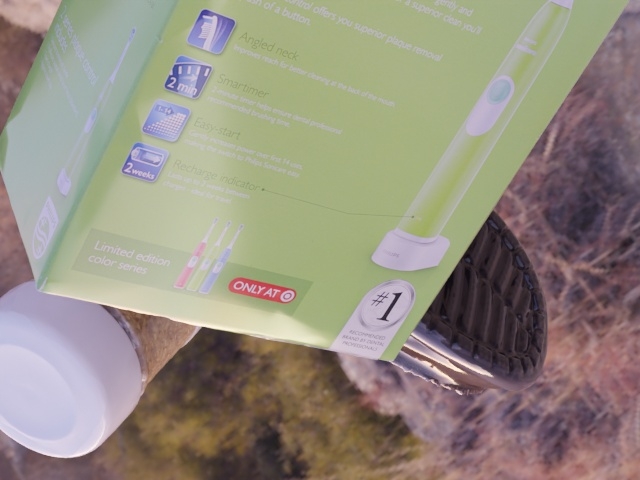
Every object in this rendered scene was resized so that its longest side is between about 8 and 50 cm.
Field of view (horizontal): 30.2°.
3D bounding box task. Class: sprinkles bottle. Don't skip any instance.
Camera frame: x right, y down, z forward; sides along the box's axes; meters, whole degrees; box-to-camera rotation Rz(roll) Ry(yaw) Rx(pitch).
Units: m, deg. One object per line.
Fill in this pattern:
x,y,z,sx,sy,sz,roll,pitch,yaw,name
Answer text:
-0.126,0.018,0.936,0.121,0.355,0.121,13,124,20,sprinkles bottle

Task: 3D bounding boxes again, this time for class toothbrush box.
0.003,-0.099,0.554,0.283,0.206,0.122,-59,38,24,toothbrush box

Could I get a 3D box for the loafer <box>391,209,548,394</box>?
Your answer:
0.000,0.000,0.845,0.366,0.134,0.130,32,142,-12,loafer
